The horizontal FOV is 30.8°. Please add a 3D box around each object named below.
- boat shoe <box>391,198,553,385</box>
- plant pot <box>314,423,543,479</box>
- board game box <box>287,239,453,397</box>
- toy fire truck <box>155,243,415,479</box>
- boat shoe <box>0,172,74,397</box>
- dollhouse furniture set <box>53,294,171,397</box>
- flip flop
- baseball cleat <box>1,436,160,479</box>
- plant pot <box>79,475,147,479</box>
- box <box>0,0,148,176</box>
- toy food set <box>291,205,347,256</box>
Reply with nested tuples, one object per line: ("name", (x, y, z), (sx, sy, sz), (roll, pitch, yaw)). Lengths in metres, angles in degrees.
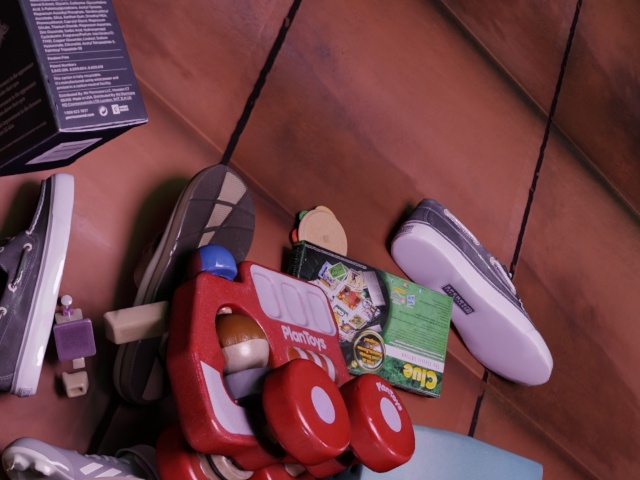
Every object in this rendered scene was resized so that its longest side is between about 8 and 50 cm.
("boat shoe", (0.218, 0.069, 1.567), (0.301, 0.108, 0.102), (45, 50, -14))
("plant pot", (0.107, 0.305, 1.337), (0.234, 0.165, 0.165), (29, 57, -25))
("board game box", (0.059, 0.101, 1.430), (0.259, 0.030, 0.136), (22, 69, -36))
("toy fire truck", (-0.055, 0.133, 1.175), (0.302, 0.169, 0.254), (22, 42, -54))
("boat shoe", (-0.287, 0.035, 1.108), (0.076, 0.080, 0.229), (12, 69, -14))
("dollhouse furniture set", (-0.207, 0.089, 1.153), (0.114, 0.081, 0.091), (-11, 124, -14))
("flip flop", (-0.155, 0.040, 1.231), (0.112, 0.080, 0.277), (39, 67, -44))
("baseball cleat", (-0.216, 0.228, 1.119), (0.206, 0.072, 0.109), (47, 37, -30))
("plant pot", (-0.164, 0.369, 0.997), (0.191, 0.284, 0.284), (63, 33, -57))
("box", (-0.278, -0.183, 1.130), (0.108, 0.153, 0.207), (-14, 87, -46))
("toy food set", (0.000, 0.000, 1.431), (0.082, 0.020, 0.083), (-23, 93, -46))
